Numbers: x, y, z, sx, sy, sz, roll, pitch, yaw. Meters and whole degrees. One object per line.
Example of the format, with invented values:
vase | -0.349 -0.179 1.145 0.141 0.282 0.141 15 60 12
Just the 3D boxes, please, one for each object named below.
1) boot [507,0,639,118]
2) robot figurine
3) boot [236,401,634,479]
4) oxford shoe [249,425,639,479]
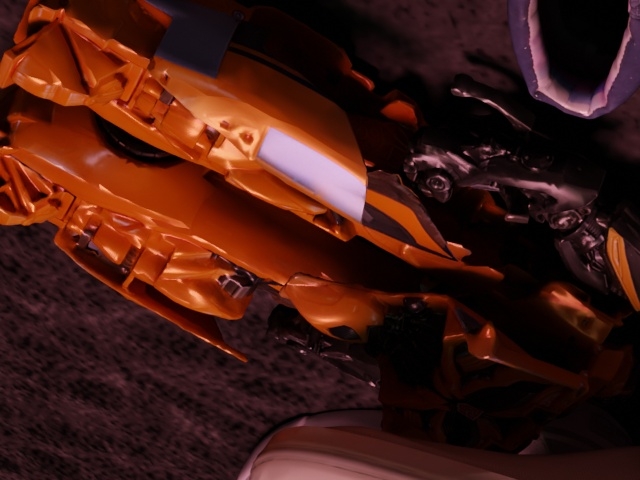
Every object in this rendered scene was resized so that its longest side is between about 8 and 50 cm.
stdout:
boot | 0.090 -0.116 0.527 0.069 0.086 0.190 17 147 15
robot figurine | 0.000 0.000 0.811 0.291 0.085 0.211 30 147 -5
boot | 0.031 0.152 0.962 0.095 0.123 0.258 42 143 -23
oxford shoe | 0.194 0.133 0.788 0.449 0.130 0.169 12 154 3
